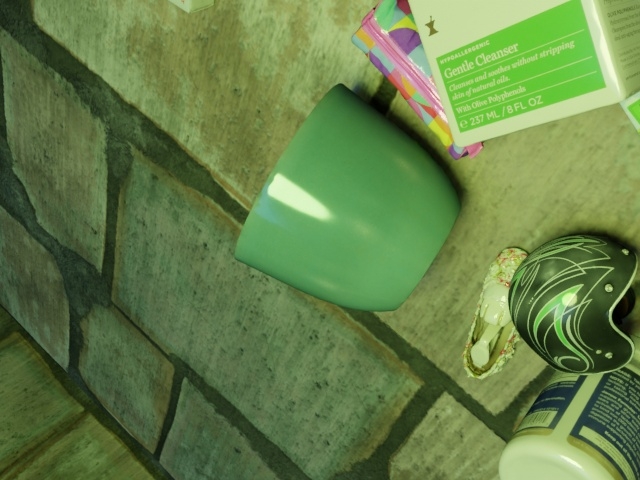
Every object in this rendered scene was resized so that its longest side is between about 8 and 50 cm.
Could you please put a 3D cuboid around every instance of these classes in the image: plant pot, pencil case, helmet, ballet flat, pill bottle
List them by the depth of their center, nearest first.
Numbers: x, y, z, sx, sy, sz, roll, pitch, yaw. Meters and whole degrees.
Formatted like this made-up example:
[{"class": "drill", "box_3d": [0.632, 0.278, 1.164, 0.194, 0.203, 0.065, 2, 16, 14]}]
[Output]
[{"class": "helmet", "box_3d": [0.327, 0.073, 0.849, 0.169, 0.169, 0.161, -7, 117, 45]}, {"class": "pill bottle", "box_3d": [0.355, 0.241, 0.857, 0.153, 0.265, 0.153, 25, 133, 30]}, {"class": "pencil case", "box_3d": [0.145, -0.214, 0.863, 0.236, 0.104, 0.104, 49, 139, 6]}, {"class": "plant pot", "box_3d": [0.055, -0.036, 0.941, 0.235, 0.293, 0.293, 31, 136, 3]}, {"class": "ballet flat", "box_3d": [0.269, 0.124, 0.998, 0.091, 0.077, 0.241, 26, 131, 29]}]

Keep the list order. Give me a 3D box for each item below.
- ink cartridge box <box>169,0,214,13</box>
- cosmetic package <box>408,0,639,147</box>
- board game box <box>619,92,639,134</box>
[{"class": "ink cartridge box", "box_3d": [-0.239, -0.457, 1.075, 0.150, 0.063, 0.109, 36, 136, 19]}, {"class": "cosmetic package", "box_3d": [0.195, -0.305, 0.674, 0.197, 0.155, 0.365, -13, 101, 48]}, {"class": "board game box", "box_3d": [0.387, -0.195, 0.697, 0.211, 0.039, 0.160, 56, 139, -2]}]
